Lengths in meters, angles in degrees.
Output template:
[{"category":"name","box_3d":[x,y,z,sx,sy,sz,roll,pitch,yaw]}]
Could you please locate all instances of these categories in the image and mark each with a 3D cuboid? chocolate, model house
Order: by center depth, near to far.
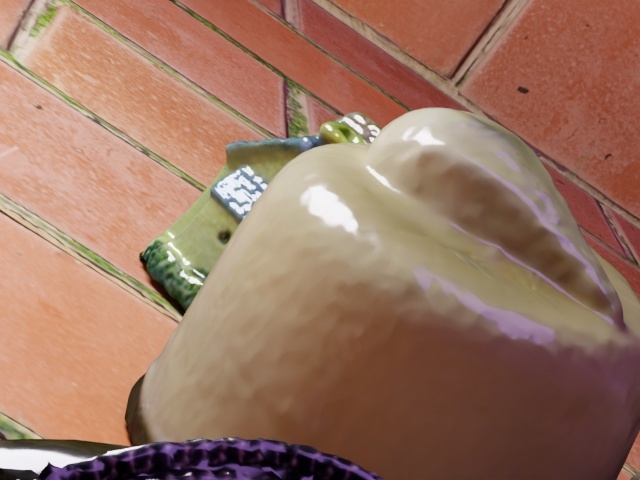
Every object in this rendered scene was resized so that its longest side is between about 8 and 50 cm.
[{"category":"chocolate","box_3d":[0.076,0.089,1.150,0.326,0.297,0.314,35,20,-9]},{"category":"model house","box_3d":[0.000,0.000,1.443,0.195,0.189,0.214,42,14,27]}]

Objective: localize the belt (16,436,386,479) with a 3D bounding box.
[{"category":"belt","box_3d":[-0.052,0.213,0.546,0.260,0.122,0.325,25,49,2]}]

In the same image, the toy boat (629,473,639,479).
[{"category":"toy boat","box_3d":[0.403,0.310,1.558,0.445,0.136,0.162,22,16,-31]}]

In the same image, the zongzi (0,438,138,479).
[{"category":"zongzi","box_3d":[-0.001,0.239,0.861,0.403,0.208,0.432,19,-16,4]}]
